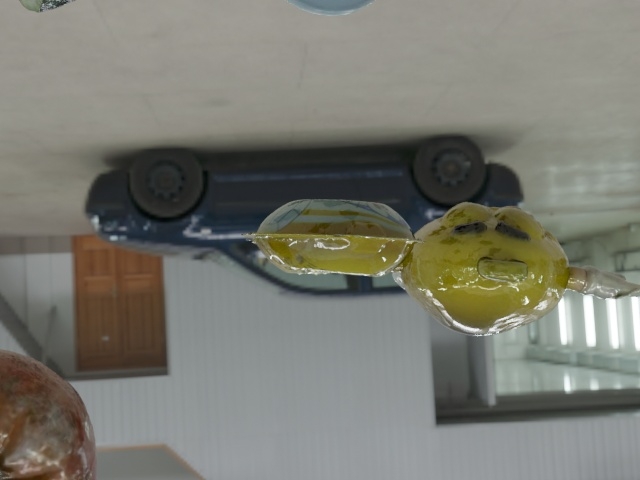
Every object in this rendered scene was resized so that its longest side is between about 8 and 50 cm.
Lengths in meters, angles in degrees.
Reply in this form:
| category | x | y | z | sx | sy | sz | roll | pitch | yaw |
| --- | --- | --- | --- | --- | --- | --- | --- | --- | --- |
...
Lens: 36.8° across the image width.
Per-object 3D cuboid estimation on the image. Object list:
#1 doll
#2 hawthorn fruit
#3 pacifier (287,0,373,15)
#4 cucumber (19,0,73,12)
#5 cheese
| category | x | y | z | sx | sy | sz | roll | pitch | yaw |
| --- | --- | --- | --- | --- | --- | --- | --- | --- | --- |
| doll | 0.225 | 0.047 | 1.258 | 0.348 | 0.161 | 0.423 | 9 | 175 | -29 |
| hawthorn fruit | -0.336 | 0.212 | 0.978 | 0.235 | 0.231 | 0.263 | 20 | -155 | 0 |
| pacifier | -0.012 | -0.429 | 1.295 | 0.227 | 0.278 | 0.207 | -27 | -176 | -22 |
| cucumber | -0.117 | -0.243 | 0.693 | 0.241 | 0.074 | 0.074 | -35 | -170 | -26 |
| cheese | 0.000 | 0.000 | 0.949 | 0.177 | 0.069 | 0.270 | 3 | 177 | -20 |
